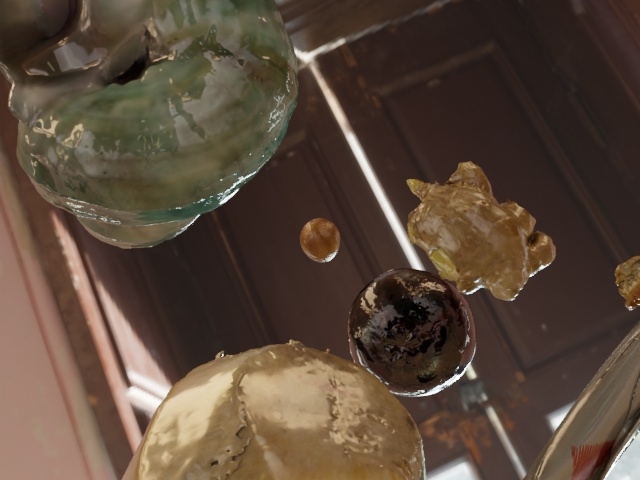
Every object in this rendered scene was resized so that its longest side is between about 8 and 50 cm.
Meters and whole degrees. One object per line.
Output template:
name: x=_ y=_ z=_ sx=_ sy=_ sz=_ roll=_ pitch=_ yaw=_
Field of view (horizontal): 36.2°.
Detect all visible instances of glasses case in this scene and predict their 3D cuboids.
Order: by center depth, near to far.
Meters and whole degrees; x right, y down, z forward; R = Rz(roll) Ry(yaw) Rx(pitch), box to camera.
glasses case: x=0.362 y=0.216 z=1.223 sx=0.308 sy=0.083 sz=0.128 roll=-53 pitch=160 yaw=-2

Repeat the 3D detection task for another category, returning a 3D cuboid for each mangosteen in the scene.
mangosteen: x=0.155 y=0.152 z=1.621 sx=0.216 sy=0.216 sz=0.216 roll=-22 pitch=158 yaw=-9

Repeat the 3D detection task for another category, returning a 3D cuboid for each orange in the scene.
orange: x=0.000 y=0.000 z=1.843 sx=0.085 sy=0.085 sz=0.085 roll=-22 pitch=158 yaw=-9

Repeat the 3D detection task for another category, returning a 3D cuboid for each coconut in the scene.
coconut: x=-0.062 y=0.295 z=1.029 sx=0.352 sy=0.352 sz=0.352 roll=-22 pitch=158 yaw=-9

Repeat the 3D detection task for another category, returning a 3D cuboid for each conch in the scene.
conch: x=-0.124 y=-0.106 z=0.647 sx=0.220 sy=0.195 sz=0.277 roll=5 pitch=127 yaw=0

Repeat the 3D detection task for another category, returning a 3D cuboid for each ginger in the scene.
ginger: x=0.198 y=-0.016 z=1.291 sx=0.157 sy=0.216 sz=0.102 roll=-46 pitch=167 yaw=-20

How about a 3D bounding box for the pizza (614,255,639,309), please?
pizza: x=0.365 y=0.092 z=0.846 sx=0.271 sy=0.134 sz=0.056 roll=25 pitch=117 yaw=-27
